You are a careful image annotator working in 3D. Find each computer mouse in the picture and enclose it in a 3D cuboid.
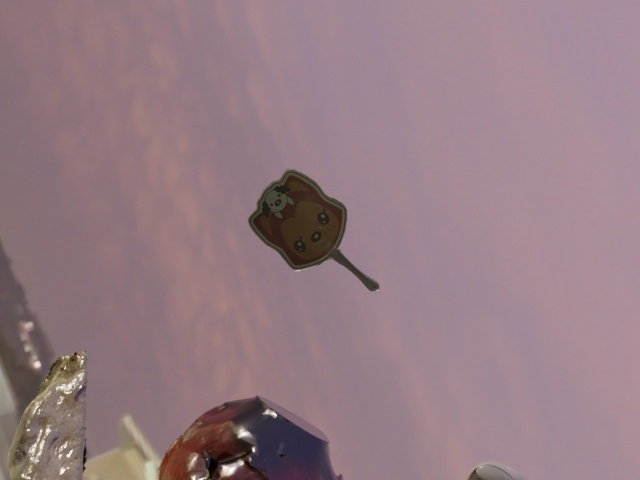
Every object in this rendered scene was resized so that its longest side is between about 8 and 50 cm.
[{"bbox_3d":[0.225,0.311,1.403,0.096,0.066,0.039,29,-1,-15],"label":"computer mouse"}]

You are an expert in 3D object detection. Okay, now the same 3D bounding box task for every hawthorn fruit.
[{"bbox_3d":[-0.099,0.379,1.696,0.316,0.316,0.316,57,-21,35],"label":"hawthorn fruit"}]

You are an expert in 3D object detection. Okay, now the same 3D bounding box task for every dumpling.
[{"bbox_3d":[-0.456,0.331,1.853,0.086,0.166,0.332,53,23,-51],"label":"dumpling"}]

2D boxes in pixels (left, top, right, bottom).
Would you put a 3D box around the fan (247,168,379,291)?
[{"bbox_3d":[0.000,0.000,1.641,0.220,0.132,0.009,42,25,1],"label":"fan"}]
